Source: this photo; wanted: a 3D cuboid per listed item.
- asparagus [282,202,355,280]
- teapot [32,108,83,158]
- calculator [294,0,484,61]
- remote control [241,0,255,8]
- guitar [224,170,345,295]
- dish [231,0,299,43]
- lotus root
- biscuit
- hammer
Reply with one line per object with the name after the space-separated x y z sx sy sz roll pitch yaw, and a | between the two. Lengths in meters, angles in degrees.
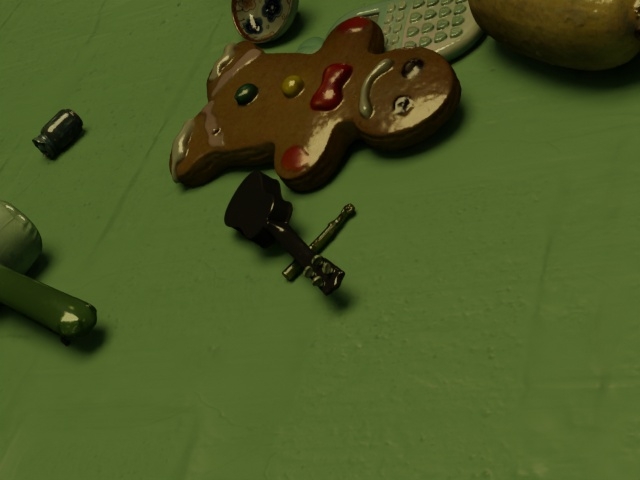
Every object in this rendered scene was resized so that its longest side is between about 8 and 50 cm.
0.000 0.000 1.208 0.018 0.015 0.127 21 60 46 | asparagus
-0.441 -0.181 1.680 0.063 0.049 0.083 20 59 45 | teapot
0.097 -0.288 1.453 0.295 0.042 0.184 -8 42 23 | calculator
-0.034 -0.463 1.732 0.245 0.063 0.025 -37 81 -7 | remote control
-0.046 -0.007 1.195 0.084 0.038 0.271 -58 33 8 | guitar
-0.072 -0.389 1.655 0.141 0.078 0.141 0 90 41 | dish
0.312 -0.295 1.224 0.169 0.152 0.342 -39 35 -11 | lotus root
-0.013 -0.196 1.358 0.431 0.064 0.283 4 60 37 | biscuit
-0.404 0.067 1.337 0.335 0.119 0.206 19 59 37 | hammer
